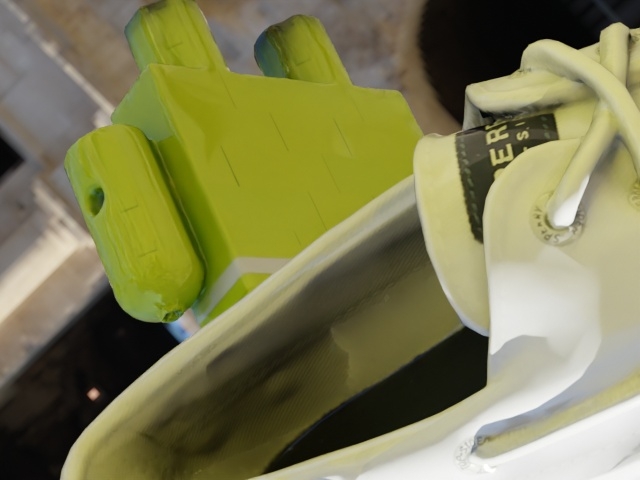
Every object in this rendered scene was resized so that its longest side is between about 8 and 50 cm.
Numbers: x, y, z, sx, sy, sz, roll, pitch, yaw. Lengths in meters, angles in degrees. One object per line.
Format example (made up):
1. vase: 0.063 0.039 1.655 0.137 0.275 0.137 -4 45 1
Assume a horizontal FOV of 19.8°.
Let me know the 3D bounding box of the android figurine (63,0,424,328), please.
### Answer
1. android figurine: 0.000 0.000 0.893 0.248 0.056 0.273 1 -126 -42

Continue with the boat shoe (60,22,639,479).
1. boat shoe: 0.053 0.007 0.340 0.084 0.258 0.095 35 -151 -29
